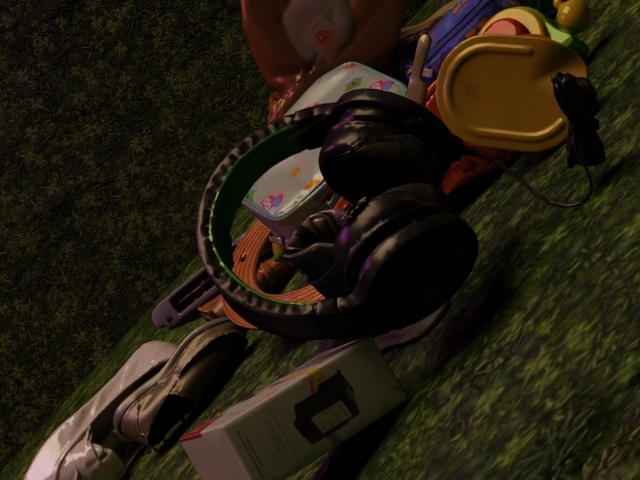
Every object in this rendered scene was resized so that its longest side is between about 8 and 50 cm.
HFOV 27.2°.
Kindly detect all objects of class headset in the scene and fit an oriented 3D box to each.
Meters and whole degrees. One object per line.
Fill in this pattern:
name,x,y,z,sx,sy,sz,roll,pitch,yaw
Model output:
headset,0.068,-0.052,1.241,0.394,0.185,0.243,-13,56,8

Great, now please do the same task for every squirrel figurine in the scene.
squirrel figurine,0.005,-0.325,2.337,0.370,0.281,0.396,-80,-7,-82

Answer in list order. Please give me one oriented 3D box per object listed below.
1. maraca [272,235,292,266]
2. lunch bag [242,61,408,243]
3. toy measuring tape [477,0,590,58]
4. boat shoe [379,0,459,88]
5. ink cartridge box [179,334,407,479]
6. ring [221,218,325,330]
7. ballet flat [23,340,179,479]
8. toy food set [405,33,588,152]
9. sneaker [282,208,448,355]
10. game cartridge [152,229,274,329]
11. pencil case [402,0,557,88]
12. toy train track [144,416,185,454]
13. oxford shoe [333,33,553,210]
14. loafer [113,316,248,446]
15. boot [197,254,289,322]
maraca,0.001,-0.023,2.026,0.186,0.099,0.127,-36,3,24
lunch bag,0.016,-0.111,1.850,0.279,0.108,0.224,-47,35,-6
toy measuring tape,0.212,-0.198,1.701,0.330,0.121,0.121,-43,10,25
boat shoe,0.176,-0.326,2.450,0.342,0.123,0.123,-28,20,49
ink cartridge box,-0.026,0.166,1.233,0.175,0.072,0.127,-29,0,-28
ring,0.000,0.000,1.865,0.337,0.032,0.336,-31,30,20
ballet flat,-0.333,0.316,2.117,0.400,0.139,0.139,-51,10,-28
toy food set,0.207,-0.170,1.501,0.071,0.218,0.128,-12,-70,-60
sneaker,0.018,0.053,1.416,0.086,0.163,0.226,-56,10,-33
game cartridge,-0.149,0.051,2.353,0.297,0.062,0.198,-38,-4,29
pencil case,0.248,-0.336,2.125,0.133,0.119,0.306,-25,-9,-41
toy train track,-0.236,0.301,2.031,0.083,0.014,0.048,-45,0,-21
oxford shoe,0.153,-0.114,1.627,0.364,0.130,0.133,-41,-3,7
loafer,-0.197,0.222,2.009,0.251,0.094,0.087,-45,48,-7
boot,-0.127,0.094,2.264,0.152,0.073,0.197,-42,6,-15
